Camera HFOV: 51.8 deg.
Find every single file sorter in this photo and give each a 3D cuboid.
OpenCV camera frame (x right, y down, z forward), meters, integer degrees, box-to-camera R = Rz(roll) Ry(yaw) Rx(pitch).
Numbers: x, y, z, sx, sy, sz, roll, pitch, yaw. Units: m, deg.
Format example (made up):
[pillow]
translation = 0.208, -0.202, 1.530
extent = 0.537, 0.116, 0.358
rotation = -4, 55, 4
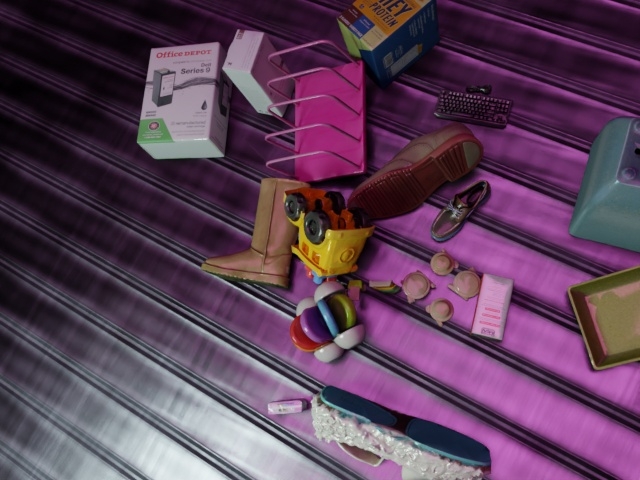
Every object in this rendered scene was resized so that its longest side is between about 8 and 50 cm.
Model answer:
[file sorter]
translation = -0.018, -0.310, 1.609
extent = 0.202, 0.182, 0.290
rotation = -7, 77, 31

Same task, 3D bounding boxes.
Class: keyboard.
[keyboard]
translation = 0.383, -0.344, 1.643
extent = 0.180, 0.023, 0.108
rotation = 14, 78, 17

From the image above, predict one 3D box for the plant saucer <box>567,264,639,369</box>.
[plant saucer]
translation = 0.648, 0.161, 1.395
extent = 0.188, 0.045, 0.188
rotation = -22, 69, 26

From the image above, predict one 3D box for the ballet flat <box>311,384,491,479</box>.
[ballet flat]
translation = 0.164, 0.440, 1.430
extent = 0.409, 0.147, 0.147
rotation = 18, 79, 22

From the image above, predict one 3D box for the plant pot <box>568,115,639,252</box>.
[plant pot]
translation = 0.686, -0.127, 1.379
extent = 0.248, 0.252, 0.247
rotation = 16, 79, 19

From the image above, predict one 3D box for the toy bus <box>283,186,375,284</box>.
[toy bus]
translation = 0.000, 0.000, 1.569
extent = 0.220, 0.149, 0.211
rotation = 41, 127, 42

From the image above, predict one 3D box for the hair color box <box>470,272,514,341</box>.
[hair color box]
translation = 0.385, 0.150, 1.482
extent = 0.072, 0.043, 0.141
rotation = 13, 77, 10

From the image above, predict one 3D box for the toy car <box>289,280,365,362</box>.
[toy car]
translation = 0.000, 0.191, 1.499
extent = 0.182, 0.136, 0.159
rotation = -41, 67, 40

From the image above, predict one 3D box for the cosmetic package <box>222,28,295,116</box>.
[cosmetic package]
translation = -0.152, -0.424, 1.690
extent = 0.086, 0.231, 0.117
rotation = 14, 79, 20

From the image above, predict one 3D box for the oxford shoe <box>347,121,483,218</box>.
[oxford shoe]
translation = 0.219, -0.168, 1.605
extent = 0.348, 0.123, 0.130
rotation = -26, 38, 11

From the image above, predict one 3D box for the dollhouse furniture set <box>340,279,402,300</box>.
[dollhouse furniture set]
translation = 0.111, 0.130, 1.547
extent = 0.152, 0.076, 0.058
rotation = -3, 71, 24

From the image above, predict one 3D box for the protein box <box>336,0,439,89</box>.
[protein box]
translation = 0.176, -0.529, 1.654
extent = 0.201, 0.200, 0.136
rotation = -41, 70, 0

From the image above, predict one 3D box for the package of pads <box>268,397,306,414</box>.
[package of pads]
translation = -0.076, 0.386, 1.531
extent = 0.083, 0.050, 0.032
rotation = -8, 78, 12

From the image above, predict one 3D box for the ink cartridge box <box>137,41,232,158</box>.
[ink cartridge box]
translation = -0.362, -0.377, 1.790
extent = 0.211, 0.121, 0.289
rotation = -1, 73, 14

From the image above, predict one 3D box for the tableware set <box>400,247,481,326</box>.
[tableware set]
translation = 0.282, 0.105, 1.536
extent = 0.169, 0.020, 0.141
rotation = -40, 74, -5

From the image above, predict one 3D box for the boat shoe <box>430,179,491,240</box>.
[boat shoe]
translation = 0.326, -0.079, 1.555
extent = 0.066, 0.066, 0.183
rotation = 42, 87, 21

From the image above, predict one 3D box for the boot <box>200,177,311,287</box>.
[boot]
translation = -0.159, -0.026, 1.658
extent = 0.236, 0.089, 0.269
rotation = 9, 77, 4
